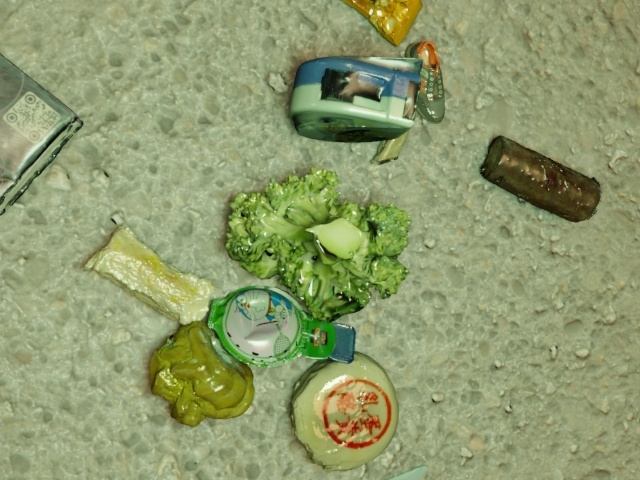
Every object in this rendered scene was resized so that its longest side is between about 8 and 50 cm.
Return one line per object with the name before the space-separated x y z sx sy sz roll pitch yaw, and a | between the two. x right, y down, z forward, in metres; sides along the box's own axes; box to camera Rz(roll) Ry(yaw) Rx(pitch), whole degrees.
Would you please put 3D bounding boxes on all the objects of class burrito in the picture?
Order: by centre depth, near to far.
burrito | 0.171 -0.232 1.539 0.055 0.041 0.149 28 87 0

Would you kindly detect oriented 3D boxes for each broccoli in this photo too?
broccoli | 0.008 0.004 1.389 0.338 0.317 0.277 46 71 -36

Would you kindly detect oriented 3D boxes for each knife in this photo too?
knife | 0.136 0.584 1.548 0.260 0.034 0.063 -11 97 -17

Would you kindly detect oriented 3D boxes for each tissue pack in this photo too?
tissue pack | -0.683 -0.255 1.277 0.361 0.122 0.259 38 80 -10

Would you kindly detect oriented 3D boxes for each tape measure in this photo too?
tape measure | 0.067 -0.287 1.397 0.262 0.259 0.138 3 88 -7

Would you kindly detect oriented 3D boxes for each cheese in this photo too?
cheese | -0.078 0.188 1.424 0.320 0.083 0.204 13 49 -7

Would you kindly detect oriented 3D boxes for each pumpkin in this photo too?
pumpkin | 0.123 -0.573 1.445 0.280 0.190 0.139 35 81 -13

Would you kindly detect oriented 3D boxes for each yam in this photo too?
yam | 0.518 -0.143 1.590 0.279 0.131 0.131 23 85 -12

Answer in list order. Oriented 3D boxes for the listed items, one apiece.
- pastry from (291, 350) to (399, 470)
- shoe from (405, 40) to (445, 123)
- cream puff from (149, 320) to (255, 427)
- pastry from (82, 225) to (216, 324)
pastry | 0.053 0.375 1.473 0.264 0.133 0.265 0 92 -11
shoe | 0.249 -0.366 1.538 0.074 0.077 0.195 -16 94 -15
cream puff | -0.249 0.291 1.372 0.221 0.194 0.195 44 80 -7
pastry | -0.343 0.075 1.383 0.258 0.089 0.121 32 80 -14
